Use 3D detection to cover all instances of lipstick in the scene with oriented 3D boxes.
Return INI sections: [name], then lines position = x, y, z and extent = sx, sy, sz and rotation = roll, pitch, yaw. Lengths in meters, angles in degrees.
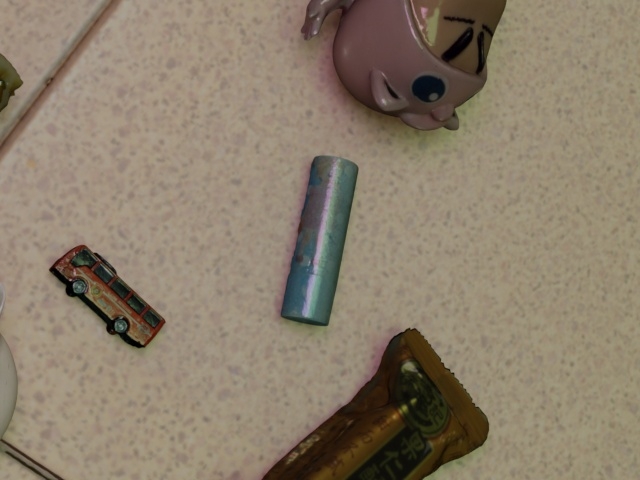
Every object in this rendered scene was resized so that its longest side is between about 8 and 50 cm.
[lipstick]
position = 0.000, 0.000, 1.148
extent = 0.048, 0.048, 0.158
rotation = 15, 79, -19

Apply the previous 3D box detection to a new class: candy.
[candy]
position = 0.038, 0.201, 1.116
extent = 0.271, 0.101, 0.143
rotation = -35, 103, -26

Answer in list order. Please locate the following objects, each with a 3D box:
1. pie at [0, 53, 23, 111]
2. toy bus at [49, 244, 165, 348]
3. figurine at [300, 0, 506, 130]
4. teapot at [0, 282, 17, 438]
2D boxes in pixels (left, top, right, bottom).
[pie]
position = -0.376, -0.178, 0.996
extent = 0.128, 0.068, 0.282
rotation = -41, 110, 20
[toy bus]
position = -0.190, 0.050, 1.080
extent = 0.110, 0.031, 0.043
rotation = 45, 69, -12
[figurine]
position = 0.085, -0.251, 1.148
extent = 0.176, 0.186, 0.287
rotation = 13, 61, -44
[teapot]
position = -0.327, 0.132, 0.988
extent = 0.145, 0.092, 0.226
rotation = 27, 77, -13
